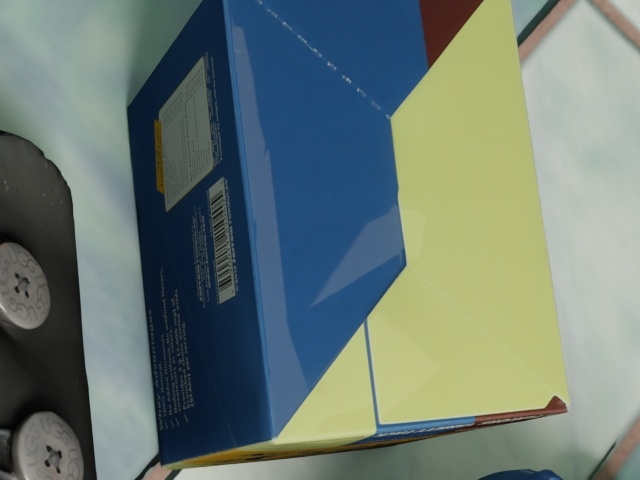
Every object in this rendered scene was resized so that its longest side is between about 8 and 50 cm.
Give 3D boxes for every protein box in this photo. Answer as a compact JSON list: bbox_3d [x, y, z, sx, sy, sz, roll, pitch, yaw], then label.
[{"bbox_3d":[0.000,0.000,0.692,0.136,0.201,0.199,-3,80,-19],"label":"protein box"}]

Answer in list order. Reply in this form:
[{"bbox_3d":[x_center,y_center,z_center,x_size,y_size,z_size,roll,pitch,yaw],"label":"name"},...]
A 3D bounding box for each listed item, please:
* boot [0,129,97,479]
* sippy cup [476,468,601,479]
[{"bbox_3d":[-0.118,0.176,0.634,0.146,0.367,0.445,-26,62,14],"label":"boot"},{"bbox_3d":[0.113,0.232,0.655,0.240,0.305,0.224,-43,98,-5],"label":"sippy cup"}]
